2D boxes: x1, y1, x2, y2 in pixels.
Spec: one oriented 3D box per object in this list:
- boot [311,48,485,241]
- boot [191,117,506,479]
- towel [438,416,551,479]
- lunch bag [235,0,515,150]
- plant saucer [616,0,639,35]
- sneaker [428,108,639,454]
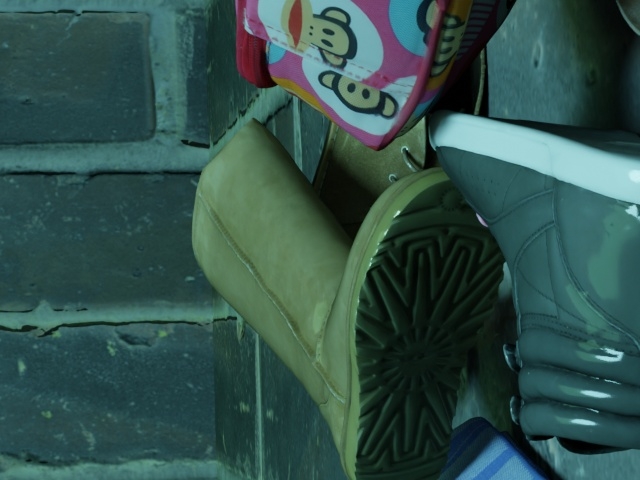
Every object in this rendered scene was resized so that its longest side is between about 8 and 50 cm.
[{"bbox_3d":[0.058,-0.038,1.253,0.115,0.112,0.305,168,103,-70],"label":"boot"},{"bbox_3d":[0.000,0.000,1.155,0.269,0.089,0.236,53,138,48],"label":"boot"},{"bbox_3d":[0.020,0.222,1.078,0.034,0.285,0.209,51,180,-16],"label":"towel"},{"bbox_3d":[0.070,-0.212,0.884,0.258,0.120,0.293,-52,-16,-35],"label":"lunch bag"},{"bbox_3d":[0.160,-0.173,0.817,0.168,0.029,0.168,179,90,-82],"label":"plant saucer"},{"bbox_3d":[0.113,0.018,0.884,0.296,0.105,0.146,-146,60,-73],"label":"sneaker"}]
